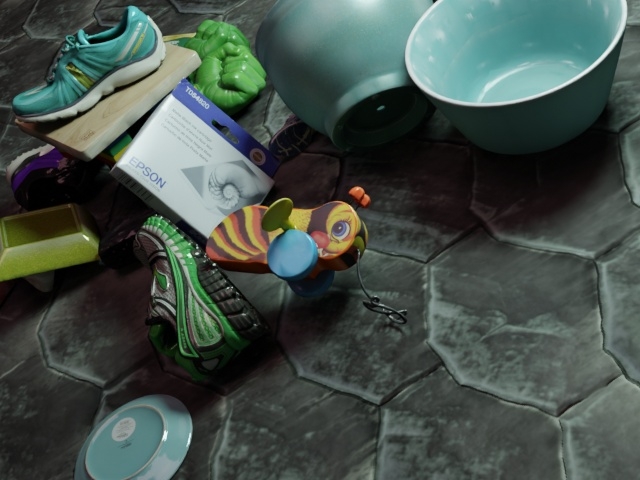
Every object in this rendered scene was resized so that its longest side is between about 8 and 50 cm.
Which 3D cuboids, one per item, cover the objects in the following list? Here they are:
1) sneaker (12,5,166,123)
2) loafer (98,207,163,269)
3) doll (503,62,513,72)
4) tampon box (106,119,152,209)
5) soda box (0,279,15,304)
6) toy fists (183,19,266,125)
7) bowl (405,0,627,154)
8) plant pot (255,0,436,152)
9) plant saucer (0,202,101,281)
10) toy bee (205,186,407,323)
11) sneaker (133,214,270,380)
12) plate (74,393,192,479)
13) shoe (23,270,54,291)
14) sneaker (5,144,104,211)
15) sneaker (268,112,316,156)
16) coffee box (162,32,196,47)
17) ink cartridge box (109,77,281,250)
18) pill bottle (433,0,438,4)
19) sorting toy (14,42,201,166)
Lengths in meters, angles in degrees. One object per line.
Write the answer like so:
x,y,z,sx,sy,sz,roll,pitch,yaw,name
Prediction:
-0.390,-0.288,1.797,0.275,0.110,0.107,-32,37,-1,sneaker
-0.263,-0.028,1.799,0.223,0.076,0.078,-24,36,8,loafer
0.252,-0.298,1.765,0.129,0.046,0.189,-32,43,-14,doll
-0.304,-0.137,1.909,0.101,0.120,0.161,-40,38,-11,tampon box
-0.632,0.143,1.853,0.083,0.092,0.263,-1,48,34,soda box
-0.190,-0.327,2.058,0.142,0.096,0.279,-30,37,2,toy fists
0.291,-0.240,1.569,0.311,0.163,0.311,-14,43,14,bowl
0.067,-0.261,1.696,0.293,0.293,0.196,-25,65,9,plant pot
-0.473,-0.008,1.873,0.188,0.045,0.188,-12,28,-14,plant saucer
0.000,0.000,1.525,0.298,0.195,0.162,21,76,4,toy bee
-0.213,0.077,1.610,0.146,0.134,0.343,-43,36,-3,sneaker
-0.263,0.284,1.507,0.188,0.024,0.188,-19,41,17,plate
-0.528,0.033,1.924,0.076,0.058,0.219,-29,34,-30,shoe
-0.443,-0.145,2.040,0.293,0.102,0.146,-35,42,4,sneaker
-0.038,-0.188,1.849,0.135,0.052,0.058,-38,28,-20,sneaker
-0.325,-0.342,2.203,0.113,0.040,0.184,6,51,45,coffee box
-0.184,-0.121,1.739,0.045,0.223,0.224,-28,27,56,ink cartridge box
0.172,-0.512,1.907,0.392,0.224,0.224,-11,43,24,pill bottle
-0.348,-0.227,1.866,0.257,0.089,0.255,-45,39,-19,sorting toy
